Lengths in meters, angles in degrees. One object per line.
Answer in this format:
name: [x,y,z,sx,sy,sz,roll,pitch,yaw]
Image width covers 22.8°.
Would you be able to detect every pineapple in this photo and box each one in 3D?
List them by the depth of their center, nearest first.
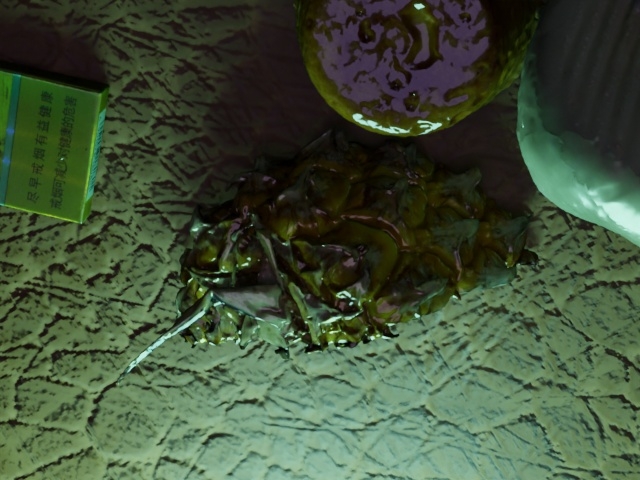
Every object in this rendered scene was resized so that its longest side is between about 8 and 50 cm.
pineapple: [0.000,0.002,1.277,0.334,0.158,0.161,-8,108,11]

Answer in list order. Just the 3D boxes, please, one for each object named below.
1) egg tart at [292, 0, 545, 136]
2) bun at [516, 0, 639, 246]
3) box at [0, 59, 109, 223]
egg tart: [0.072,-0.167,1.213,0.202,0.147,0.203,2,110,5]
bun: [0.282,-0.105,1.172,0.272,0.168,0.273,-5,67,12]
box: [-0.283,-0.094,1.350,0.193,0.030,0.121,14,111,3]
